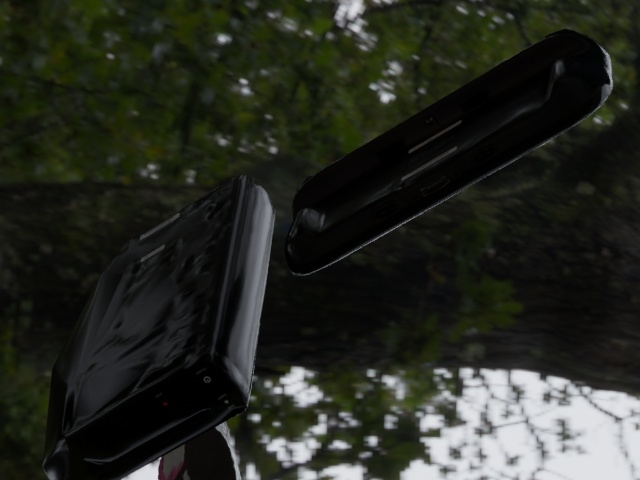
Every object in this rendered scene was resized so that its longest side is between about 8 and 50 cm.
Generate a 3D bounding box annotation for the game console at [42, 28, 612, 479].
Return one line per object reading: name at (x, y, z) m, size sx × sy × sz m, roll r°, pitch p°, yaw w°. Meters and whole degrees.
game console at (0.000, 0.000, 0.903) m, size 0.361 × 0.213 × 0.044 m, roll -30°, pitch -66°, yaw 19°

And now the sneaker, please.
sneaker at (-0.098, 0.178, 1.405) m, size 0.072 × 0.077 × 0.178 m, roll -26°, pitch -121°, yaw 13°
